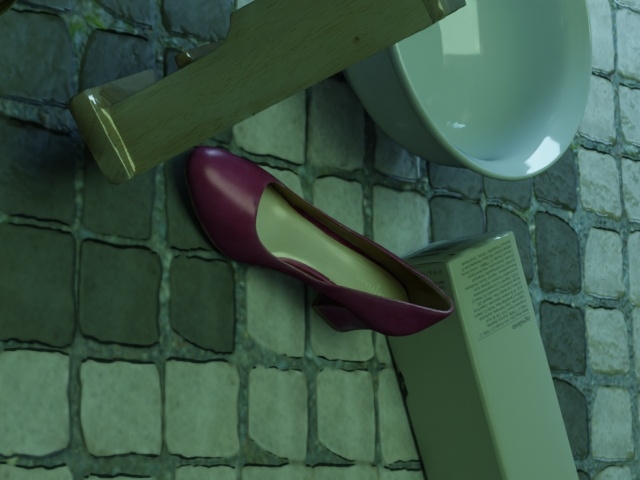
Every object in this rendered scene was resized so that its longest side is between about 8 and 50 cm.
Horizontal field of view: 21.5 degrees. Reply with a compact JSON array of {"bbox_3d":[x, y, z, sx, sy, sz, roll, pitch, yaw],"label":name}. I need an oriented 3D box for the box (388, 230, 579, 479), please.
[{"bbox_3d":[0.143,0.138,1.494,0.113,0.094,0.275,-21,99,-48],"label":"box"}]

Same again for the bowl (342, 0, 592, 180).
[{"bbox_3d":[0.103,-0.190,1.480,0.298,0.134,0.297,10,76,-47],"label":"bowl"}]

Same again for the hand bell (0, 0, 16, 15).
[{"bbox_3d":[-0.227,-0.273,1.168,0.126,0.126,0.242,49,39,-31],"label":"hand bell"}]

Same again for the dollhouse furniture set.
[{"bbox_3d":[-0.105,-0.278,1.171,0.394,0.256,0.362,62,14,-5],"label":"dollhouse furniture set"}]

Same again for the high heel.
[{"bbox_3d":[0.000,0.000,1.341,0.244,0.117,0.082,48,51,-31],"label":"high heel"}]
